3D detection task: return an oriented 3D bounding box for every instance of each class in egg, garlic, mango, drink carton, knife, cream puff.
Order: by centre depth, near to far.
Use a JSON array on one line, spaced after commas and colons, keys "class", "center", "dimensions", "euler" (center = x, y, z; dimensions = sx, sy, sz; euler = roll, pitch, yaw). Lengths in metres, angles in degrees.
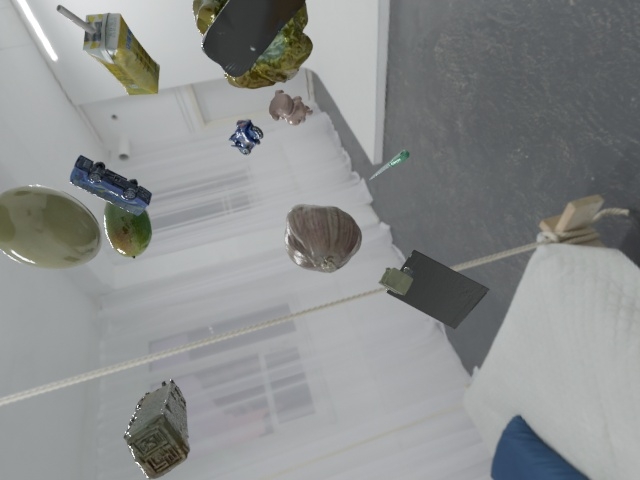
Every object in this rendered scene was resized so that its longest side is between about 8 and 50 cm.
[{"class": "drink carton", "center": [-0.347, -0.327, 0.698], "dimensions": [0.200, 0.075, 0.084], "euler": [73, -161, -81]}, {"class": "egg", "center": [-0.637, -0.027, 0.966], "dimensions": [0.242, 0.186, 0.186], "euler": [37, -153, -51]}, {"class": "cream puff", "center": [-0.195, -0.591, 1.195], "dimensions": [0.274, 0.324, 0.269], "euler": [-103, 11, -47]}, {"class": "garlic", "center": [0.000, 0.000, 1.579], "dimensions": [0.317, 0.318, 0.259], "euler": [86, 167, -55]}, {"class": "knife", "center": [0.314, -0.349, 1.902], "dimensions": [0.035, 0.063, 0.260], "euler": [38, 147, -17]}, {"class": "mango", "center": [-0.895, -0.104, 1.905], "dimensions": [0.225, 0.201, 0.381], "euler": [116, 140, -63]}]

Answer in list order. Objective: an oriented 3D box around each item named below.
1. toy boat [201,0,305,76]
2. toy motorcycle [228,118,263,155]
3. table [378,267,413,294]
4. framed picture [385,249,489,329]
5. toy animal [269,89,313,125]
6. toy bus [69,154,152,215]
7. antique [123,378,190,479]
[{"class": "toy boat", "center": [-0.154, -0.531, 0.948], "dimensions": [0.134, 0.299, 0.092], "euler": [34, -165, -43]}, {"class": "toy motorcycle", "center": [-0.289, -0.402, 1.584], "dimensions": [0.114, 0.076, 0.205], "euler": [45, 150, -11]}, {"class": "table", "center": [0.242, 0.130, 1.334], "dimensions": [0.079, 0.062, 0.083], "euler": [31, 173, -6]}, {"class": "framed picture", "center": [0.475, 0.208, 1.703], "dimensions": [0.255, 0.339, 0.014], "euler": [-66, -5, 35]}, {"class": "toy animal", "center": [-0.094, -0.503, 1.609], "dimensions": [0.124, 0.213, 0.124], "euler": [-4, 84, 41]}, {"class": "toy bus", "center": [-0.659, -0.168, 1.296], "dimensions": [0.237, 0.094, 0.079], "euler": [30, -154, -32]}, {"class": "antique", "center": [-0.464, 0.519, 1.191], "dimensions": [0.150, 0.125, 0.284], "euler": [64, 169, -17]}]
